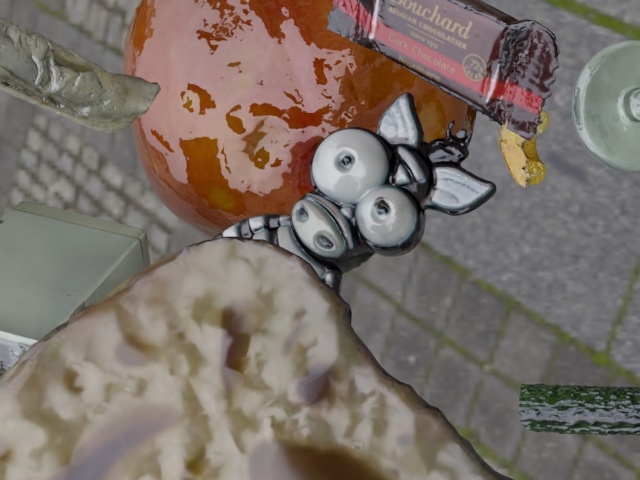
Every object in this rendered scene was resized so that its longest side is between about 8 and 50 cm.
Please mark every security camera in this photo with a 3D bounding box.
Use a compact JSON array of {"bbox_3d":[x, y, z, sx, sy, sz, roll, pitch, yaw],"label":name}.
[{"bbox_3d":[0.439,-0.199,1.923,0.157,0.301,0.080,58,172,-12],"label":"security camera"}]

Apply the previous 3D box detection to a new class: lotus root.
[{"bbox_3d":[-0.075,0.190,0.752,0.250,0.316,0.316,137,128,-68],"label":"lotus root"}]

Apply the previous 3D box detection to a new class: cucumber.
[{"bbox_3d":[0.298,0.172,1.650,0.187,0.058,0.058,-1,85,16],"label":"cucumber"}]

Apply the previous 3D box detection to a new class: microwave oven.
[{"bbox_3d":[-0.232,0.121,1.363,0.145,0.194,0.240,15,131,24],"label":"microwave oven"}]

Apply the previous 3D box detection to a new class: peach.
[{"bbox_3d":[-0.016,-0.145,1.524,0.301,0.343,0.342,-107,36,-66],"label":"peach"}]

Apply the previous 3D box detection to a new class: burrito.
[{"bbox_3d":[-0.231,-0.138,1.264,0.063,0.229,0.058,20,91,52],"label":"burrito"}]

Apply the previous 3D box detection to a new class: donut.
[{"bbox_3d":[0.234,-0.104,1.796,0.067,0.038,0.083,-37,74,51],"label":"donut"}]

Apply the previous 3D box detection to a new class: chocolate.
[{"bbox_3d":[0.077,-0.136,1.044,0.182,0.028,0.086,29,130,27],"label":"chocolate"}]

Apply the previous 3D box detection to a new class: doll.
[{"bbox_3d":[0.000,0.000,0.965,0.219,0.067,0.091,-40,73,4],"label":"doll"}]
